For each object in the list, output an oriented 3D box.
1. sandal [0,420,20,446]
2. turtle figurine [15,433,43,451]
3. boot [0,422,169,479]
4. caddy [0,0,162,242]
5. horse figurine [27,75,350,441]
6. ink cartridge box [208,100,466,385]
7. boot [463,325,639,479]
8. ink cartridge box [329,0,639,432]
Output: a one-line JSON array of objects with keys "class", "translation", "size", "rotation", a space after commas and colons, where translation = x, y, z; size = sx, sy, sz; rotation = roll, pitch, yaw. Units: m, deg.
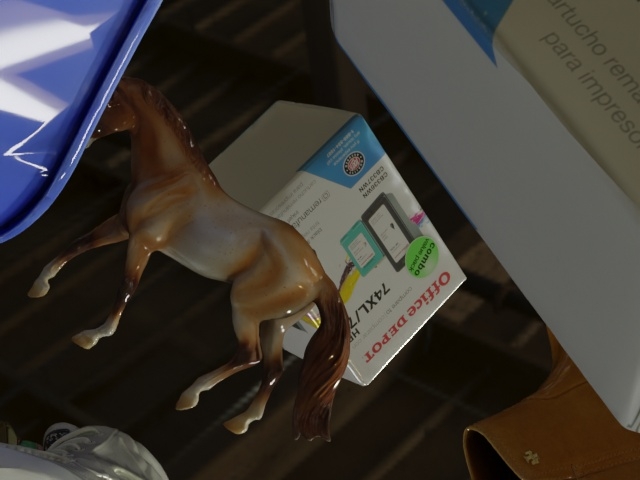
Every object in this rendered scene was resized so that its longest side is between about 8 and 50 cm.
[{"class": "sandal", "translation": [-0.297, 0.255, 1.093], "size": [0.060, 0.090, 0.219], "rotation": [5, -113, 4]}, {"class": "turtle figurine", "translation": [-0.413, 0.217, 1.447], "size": [0.175, 0.234, 0.118], "rotation": [-54, -157, -19]}, {"class": "boot", "translation": [-0.172, 0.169, 0.855], "size": [0.095, 0.258, 0.123], "rotation": [-38, -133, 5]}, {"class": "caddy", "translation": [-0.201, -0.156, 0.721], "size": [0.179, 0.341, 0.241], "rotation": [3, -143, -49]}, {"class": "horse figurine", "translation": [-0.077, 0.023, 0.882], "size": [0.263, 0.174, 0.066], "rotation": [34, -172, 2]}, {"class": "ink cartridge box", "translation": [0.000, 0.000, 1.587], "size": [0.198, 0.270, 0.197], "rotation": [-46, -150, -17]}, {"class": "boot", "translation": [0.200, 0.137, 1.077], "size": [0.211, 0.104, 0.295], "rotation": [-1, -127, -33]}, {"class": "ink cartridge box", "translation": [0.186, -0.108, 0.496], "size": [0.307, 0.129, 0.223], "rotation": [-28, -118, -12]}]
